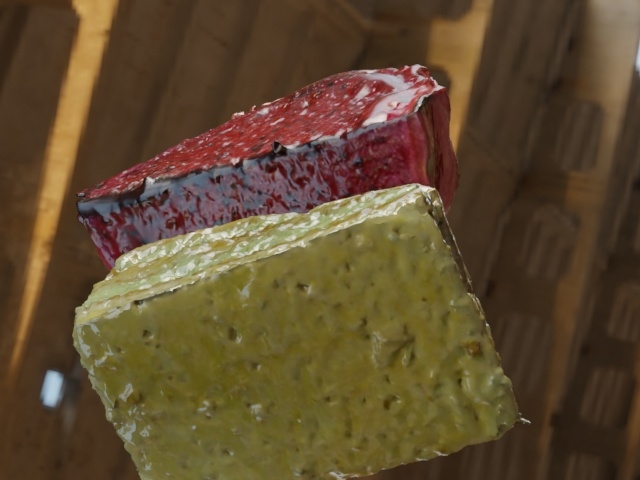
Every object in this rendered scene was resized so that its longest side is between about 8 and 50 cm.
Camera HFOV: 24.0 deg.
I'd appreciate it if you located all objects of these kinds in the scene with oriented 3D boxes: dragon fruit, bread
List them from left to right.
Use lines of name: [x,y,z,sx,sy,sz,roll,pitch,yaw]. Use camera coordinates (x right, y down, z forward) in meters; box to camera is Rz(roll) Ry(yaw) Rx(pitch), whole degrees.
dragon fruit: [-0.020,-0.016,0.948,0.163,0.262,0.189,11,-109,-61]
bread: [-0.009,0.052,0.745,0.102,0.196,0.138,-75,-36,-64]
